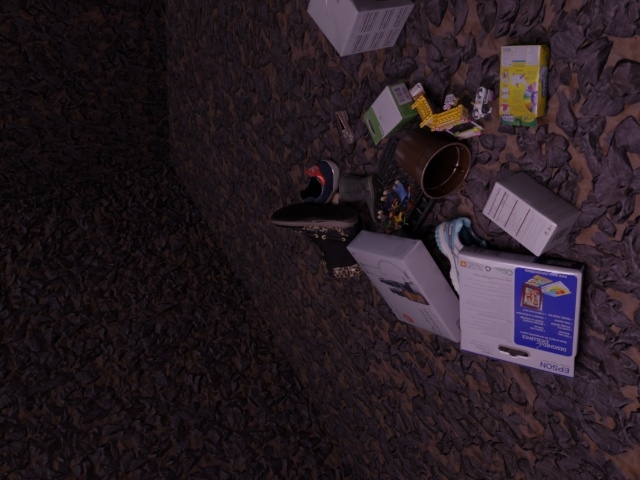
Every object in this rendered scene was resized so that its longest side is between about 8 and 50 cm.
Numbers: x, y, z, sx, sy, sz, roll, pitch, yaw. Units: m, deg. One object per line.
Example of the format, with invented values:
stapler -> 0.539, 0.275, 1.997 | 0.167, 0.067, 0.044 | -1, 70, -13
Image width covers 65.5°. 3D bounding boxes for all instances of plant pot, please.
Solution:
plant pot -> 0.306, -0.229, 1.403 | 0.165, 0.166, 0.167 | 51, 149, 46

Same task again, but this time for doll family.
doll family -> 0.235, -0.093, 1.539 | 0.193, 0.075, 0.111 | 92, 166, -46

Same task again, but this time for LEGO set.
LEGO set -> 0.345, -0.341, 1.345 | 0.287, 0.107, 0.132 | 30, 100, 56

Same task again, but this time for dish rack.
dish rack -> 0.262, -0.179, 1.591 | 0.272, 0.074, 0.208 | 55, 149, 24

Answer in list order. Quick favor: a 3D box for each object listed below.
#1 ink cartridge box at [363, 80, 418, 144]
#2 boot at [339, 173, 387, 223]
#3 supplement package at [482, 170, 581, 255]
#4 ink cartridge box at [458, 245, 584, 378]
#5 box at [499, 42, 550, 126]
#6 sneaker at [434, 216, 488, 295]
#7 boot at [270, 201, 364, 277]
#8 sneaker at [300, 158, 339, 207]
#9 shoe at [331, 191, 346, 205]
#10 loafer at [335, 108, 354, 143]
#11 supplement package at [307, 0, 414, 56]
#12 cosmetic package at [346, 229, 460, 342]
ink cartridge box -> 0.211, -0.388, 1.533 | 0.109, 0.062, 0.209 | 66, 161, 4
boot -> 0.148, -0.153, 1.810 | 0.208, 0.075, 0.190 | -2, 93, 54
supplement package -> 0.506, -0.068, 1.204 | 0.179, 0.105, 0.105 | 48, 146, 34
ink cartridge box -> 0.518, 0.183, 1.310 | 0.303, 0.072, 0.308 | 9, 120, 35
box -> 0.466, -0.355, 1.142 | 0.105, 0.043, 0.179 | 27, 129, 51
sneaker -> 0.432, 0.062, 1.427 | 0.283, 0.110, 0.122 | 64, 148, 8
boot -> 0.000, 0.000, 1.945 | 0.376, 0.138, 0.284 | 1, 128, 28
sneaker -> -0.007, -0.149, 2.007 | 0.131, 0.148, 0.351 | 32, 136, 48
shoe -> 0.097, -0.090, 1.960 | 0.058, 0.076, 0.219 | 5, 121, 33
loafer -> 0.084, -0.405, 1.782 | 0.045, 0.039, 0.125 | -1, 108, 60
supplement package -> 0.109, -0.651, 1.390 | 0.194, 0.203, 0.149 | 58, 150, 17
cosmetic package -> 0.285, 0.143, 1.606 | 0.377, 0.097, 0.284 | 53, 162, -26
